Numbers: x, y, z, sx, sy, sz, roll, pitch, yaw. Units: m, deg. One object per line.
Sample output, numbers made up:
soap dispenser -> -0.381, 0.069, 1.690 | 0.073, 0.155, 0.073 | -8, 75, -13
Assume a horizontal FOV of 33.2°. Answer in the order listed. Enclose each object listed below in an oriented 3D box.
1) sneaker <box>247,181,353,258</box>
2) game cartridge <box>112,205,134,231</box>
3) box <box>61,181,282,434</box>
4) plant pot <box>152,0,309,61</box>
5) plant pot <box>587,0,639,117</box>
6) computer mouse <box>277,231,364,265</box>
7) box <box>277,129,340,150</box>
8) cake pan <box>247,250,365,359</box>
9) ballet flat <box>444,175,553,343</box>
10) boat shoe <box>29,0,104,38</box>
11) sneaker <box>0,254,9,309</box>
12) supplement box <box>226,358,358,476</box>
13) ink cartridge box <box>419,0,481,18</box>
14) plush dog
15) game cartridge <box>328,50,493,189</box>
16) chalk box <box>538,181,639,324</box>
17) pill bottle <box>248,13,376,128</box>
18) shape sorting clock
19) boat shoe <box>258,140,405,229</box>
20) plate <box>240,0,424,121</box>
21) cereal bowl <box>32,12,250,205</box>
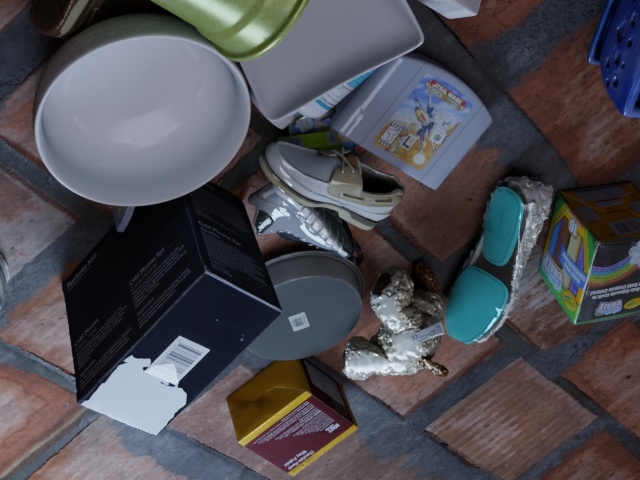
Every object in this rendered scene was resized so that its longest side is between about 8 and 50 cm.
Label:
sneaker -> -0.047, -0.030, 1.960 | 0.132, 0.086, 0.229 | -25, 128, 27
game cartridge -> -0.345, -0.059, 1.893 | 0.017, 0.056, 0.083 | 7, 125, -33
box -> -0.271, 0.099, 1.880 | 0.179, 0.312, 0.343 | 31, 114, -37
plant pot -> -0.173, -0.415, 1.473 | 0.254, 0.276, 0.276 | 15, 122, -39
plant pot -> 0.617, -0.363, 1.887 | 0.236, 0.212, 0.236 | -1, 128, -19
computer mouse -> 0.000, 0.000, 2.080 | 0.242, 0.041, 0.071 | 27, 114, -36
box -> -0.017, -0.119, 1.946 | 0.109, 0.042, 0.178 | -7, 140, -2
cake pan -> -0.045, 0.141, 2.153 | 0.293, 0.054, 0.293 | -11, 137, -10
ballet flat -> 0.381, 0.043, 2.203 | 0.147, 0.147, 0.409 | 2, 127, -22
boat shoe -> -0.334, -0.416, 1.594 | 0.257, 0.095, 0.095 | -51, 162, 15
sneaker -> -0.602, 0.024, 1.824 | 0.099, 0.121, 0.262 | -24, 132, -1
supplement box -> -0.061, 0.372, 2.309 | 0.191, 0.129, 0.194 | -39, 130, 13
ink cartridge box -> 0.160, -0.515, 1.580 | 0.261, 0.066, 0.296 | 20, 83, -35
plush dog -> 0.189, 0.176, 2.188 | 0.210, 0.225, 0.262 | 26, 117, 9
game cartridge -> 0.174, -0.223, 1.921 | 0.297, 0.062, 0.198 | 25, 114, -41
chalk box -> 0.583, 0.050, 2.246 | 0.180, 0.179, 0.289 | -7, 131, -15
pill bottle -> 0.005, -0.301, 1.759 | 0.264, 0.146, 0.146 | -39, 131, 14
shape sorting clock -> 0.043, -0.217, 1.914 | 0.206, 0.040, 0.206 | -10, 131, -12
boat shoe -> 0.024, -0.113, 1.851 | 0.103, 0.113, 0.302 | -38, 144, 27
plate -> -0.017, -0.364, 1.657 | 0.278, 0.045, 0.277 | -26, 91, 14
cereal bowl -> -0.289, -0.222, 1.712 | 0.339, 0.141, 0.339 | -11, 135, -12
